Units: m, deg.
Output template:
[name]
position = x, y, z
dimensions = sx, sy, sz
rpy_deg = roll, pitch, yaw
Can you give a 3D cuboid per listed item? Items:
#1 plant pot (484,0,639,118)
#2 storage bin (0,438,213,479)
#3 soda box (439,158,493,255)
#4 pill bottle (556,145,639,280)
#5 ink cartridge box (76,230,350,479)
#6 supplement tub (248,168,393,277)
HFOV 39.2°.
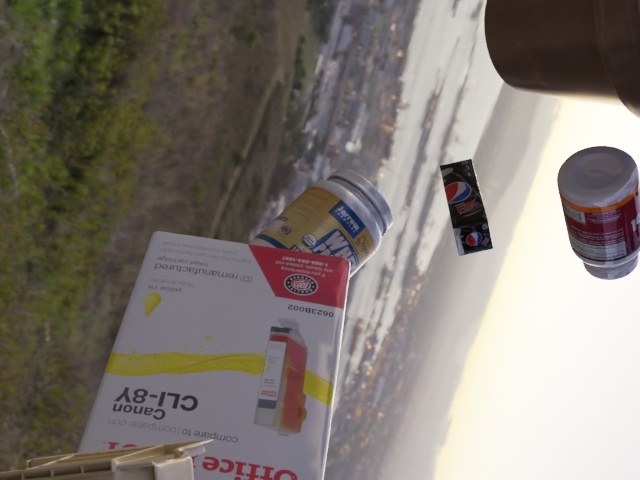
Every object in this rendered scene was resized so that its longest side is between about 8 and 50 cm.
[plant pot]
position = 0.323, -0.260, 1.032
dimensions = 0.263, 0.229, 0.263
rpy_deg = -3, 94, -44
[storage bin]
position = -0.201, 0.325, 0.806
dimensions = 0.123, 0.260, 0.262
rpy_deg = 9, 71, -59
[soda box]
position = 0.221, -0.054, 1.373
dimensions = 0.169, 0.053, 0.060
rpy_deg = -92, 166, -53
[pill bottle]
position = 0.316, -0.026, 1.003
dimensions = 0.086, 0.086, 0.152
rpy_deg = -64, 145, -30
[ink cartridge box]
position = -0.120, 0.190, 1.130
dimensions = 0.160, 0.279, 0.384
rpy_deg = 98, 0, -45
[supplement tub]
position = 0.000, 0.000, 1.363
dimensions = 0.200, 0.144, 0.144
rpy_deg = -44, 161, -19
